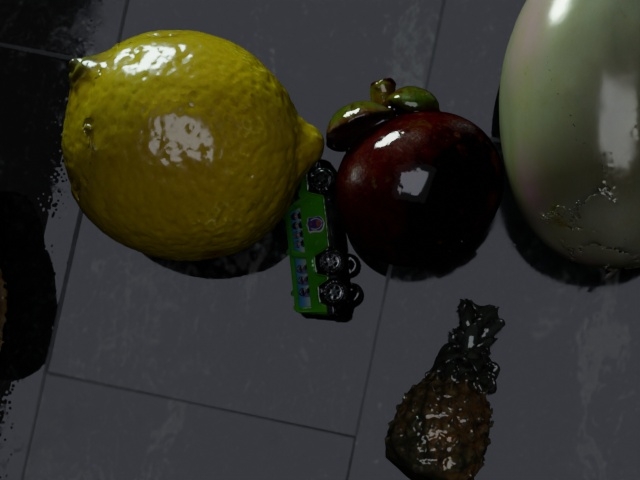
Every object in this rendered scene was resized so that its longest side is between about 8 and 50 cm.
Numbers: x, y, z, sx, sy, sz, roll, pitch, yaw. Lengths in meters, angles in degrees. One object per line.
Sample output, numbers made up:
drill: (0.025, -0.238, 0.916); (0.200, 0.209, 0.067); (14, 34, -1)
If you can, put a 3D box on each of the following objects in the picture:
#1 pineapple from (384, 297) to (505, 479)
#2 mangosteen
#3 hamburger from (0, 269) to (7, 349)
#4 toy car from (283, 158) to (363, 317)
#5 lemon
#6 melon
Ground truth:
pineapple: (0.137, 0.153, 1.628); (0.108, 0.108, 0.198); (21, 73, 6)
mangosteen: (0.089, -0.070, 1.608); (0.199, 0.200, 0.200); (0, 84, 4)
hamburger: (-0.428, 0.051, 1.613); (0.211, 0.245, 0.261); (-2, 123, -5)
toy car: (0.000, 0.000, 1.662); (0.062, 0.071, 0.165); (-8, 84, 17)
lemon: (-0.129, -0.091, 1.600); (0.253, 0.228, 0.228); (18, 86, 11)
melon: (0.285, -0.122, 1.577); (0.223, 0.223, 0.317); (1, 84, 4)
